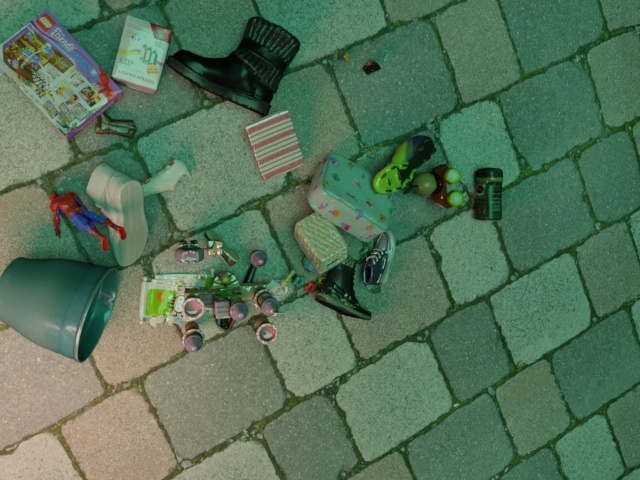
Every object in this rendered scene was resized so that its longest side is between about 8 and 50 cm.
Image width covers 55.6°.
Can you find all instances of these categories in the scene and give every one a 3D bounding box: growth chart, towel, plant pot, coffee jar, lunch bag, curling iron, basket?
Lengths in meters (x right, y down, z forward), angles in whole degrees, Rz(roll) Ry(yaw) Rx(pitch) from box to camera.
[{"bbox_3d":[-0.437,0.176,1.859,0.238,0.021,0.171,-4,98,-17],"label":"growth chart"},{"bbox_3d":[-0.141,-0.294,1.871,0.144,0.029,0.196,-25,122,-12],"label":"towel"},{"bbox_3d":[-0.725,0.164,1.650,0.256,0.271,0.271,18,90,-5],"label":"plant pot"},{"bbox_3d":[0.586,-0.162,2.112,0.079,0.096,0.184,-2,97,-20],"label":"coffee jar"},{"bbox_3d":[0.102,-0.137,1.913,0.279,0.108,0.224,31,44,-21],"label":"lunch bag"},{"bbox_3d":[-0.253,0.161,1.907,0.068,0.035,0.273,30,86,-18],"label":"curling iron"},{"bbox_3d":[0.000,0.000,1.902,0.113,0.103,0.167,-32,72,-13],"label":"basket"}]

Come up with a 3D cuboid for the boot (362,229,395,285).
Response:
[{"bbox_3d":[0.191,0.057,2.009,0.086,0.069,0.189,2,96,-46],"label":"boot"}]

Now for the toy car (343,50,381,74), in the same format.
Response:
[{"bbox_3d":[0.137,-0.584,1.949,0.122,0.060,0.040,29,54,-25],"label":"toy car"}]

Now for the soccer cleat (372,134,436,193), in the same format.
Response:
[{"bbox_3d":[0.257,-0.242,1.967,0.289,0.121,0.093,-43,119,-26],"label":"soccer cleat"}]

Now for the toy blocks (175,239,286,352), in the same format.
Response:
[{"bbox_3d":[-0.262,0.166,1.741,0.289,0.260,0.308,-3,101,-14],"label":"toy blocks"}]

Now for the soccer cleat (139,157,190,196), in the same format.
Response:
[{"bbox_3d":[-0.473,-0.165,1.790,0.196,0.068,0.076,-39,113,-12],"label":"soccer cleat"}]

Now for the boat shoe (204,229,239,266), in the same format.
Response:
[{"bbox_3d":[-0.311,0.025,1.872,0.043,0.049,0.137,-36,106,28],"label":"boat shoe"}]

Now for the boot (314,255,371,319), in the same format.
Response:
[{"bbox_3d":[0.099,0.154,1.993,0.237,0.085,0.178,28,72,-35],"label":"boot"}]

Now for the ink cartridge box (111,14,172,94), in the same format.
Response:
[{"bbox_3d":[-0.504,-0.515,1.710,0.128,0.127,0.176,14,92,-19],"label":"ink cartridge box"}]

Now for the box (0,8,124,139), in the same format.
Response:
[{"bbox_3d":[-0.718,-0.452,1.663,0.201,0.057,0.293,-43,97,-9],"label":"box"}]

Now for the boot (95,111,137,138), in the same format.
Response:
[{"bbox_3d":[-0.587,-0.352,1.749,0.114,0.037,0.106,3,99,-19],"label":"boot"}]

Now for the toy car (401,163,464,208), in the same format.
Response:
[{"bbox_3d":[0.355,-0.169,2.016,0.189,0.155,0.148,-10,98,-7],"label":"toy car"}]

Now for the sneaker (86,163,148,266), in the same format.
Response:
[{"bbox_3d":[-0.588,-0.080,1.748,0.108,0.169,0.292,-26,139,-45],"label":"sneaker"}]

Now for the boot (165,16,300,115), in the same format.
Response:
[{"bbox_3d":[-0.252,-0.546,1.783,0.348,0.131,0.260,20,96,-29],"label":"boot"}]

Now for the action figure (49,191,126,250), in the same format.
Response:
[{"bbox_3d":[-0.659,-0.039,1.689,0.091,0.280,0.139,-38,149,-38],"label":"action figure"}]

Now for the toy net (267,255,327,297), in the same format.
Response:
[{"bbox_3d":[-0.086,0.130,1.959,0.232,0.045,0.122,-25,131,-11],"label":"toy net"}]
